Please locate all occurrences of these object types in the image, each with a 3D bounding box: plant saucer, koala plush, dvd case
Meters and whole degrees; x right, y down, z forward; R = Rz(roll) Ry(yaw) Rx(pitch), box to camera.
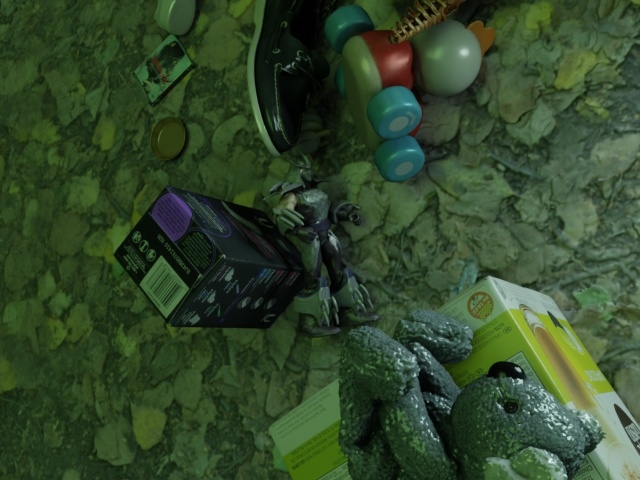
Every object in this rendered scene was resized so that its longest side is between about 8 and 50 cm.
[{"bbox_3d":[-0.282,-0.190,1.570,0.083,0.015,0.083,-4,81,28],"label":"plant saucer"},{"bbox_3d":[0.150,0.186,0.808,0.221,0.196,0.203,6,97,29],"label":"koala plush"},{"bbox_3d":[-0.301,-0.325,1.598,0.119,0.013,0.087,-39,67,20],"label":"dvd case"}]

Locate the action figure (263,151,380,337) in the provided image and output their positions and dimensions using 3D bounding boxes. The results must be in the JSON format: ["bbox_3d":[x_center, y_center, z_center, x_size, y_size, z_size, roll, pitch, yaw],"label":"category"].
[{"bbox_3d":[0.000,0.000,1.306,0.099,0.185,0.285,-9,96,43],"label":"action figure"}]

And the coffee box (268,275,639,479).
[{"bbox_3d":[0.208,0.286,1.052,0.338,0.337,0.334,-37,68,19],"label":"coffee box"}]

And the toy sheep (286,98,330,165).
[{"bbox_3d":[-0.033,-0.182,1.391,0.091,0.091,0.132,-31,64,22],"label":"toy sheep"}]

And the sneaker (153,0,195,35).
[{"bbox_3d":[-0.258,-0.495,1.565,0.094,0.080,0.212,36,103,40],"label":"sneaker"}]

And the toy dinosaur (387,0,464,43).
[{"bbox_3d":[0.156,-0.404,1.207,0.218,0.322,0.164,23,125,2],"label":"toy dinosaur"}]

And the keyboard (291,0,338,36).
[{"bbox_3d":[-0.011,-0.414,1.443,0.108,0.023,0.180,32,101,34],"label":"keyboard"}]

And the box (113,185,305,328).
[{"bbox_3d":[-0.159,0.035,1.326,0.143,0.270,0.165,-50,64,15],"label":"box"}]

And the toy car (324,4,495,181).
[{"bbox_3d":[0.158,-0.248,1.264,0.238,0.210,0.219,-21,57,-3],"label":"toy car"}]

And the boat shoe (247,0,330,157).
[{"bbox_3d":[-0.040,-0.277,1.326,0.113,0.127,0.340,-12,46,15],"label":"boat shoe"}]
